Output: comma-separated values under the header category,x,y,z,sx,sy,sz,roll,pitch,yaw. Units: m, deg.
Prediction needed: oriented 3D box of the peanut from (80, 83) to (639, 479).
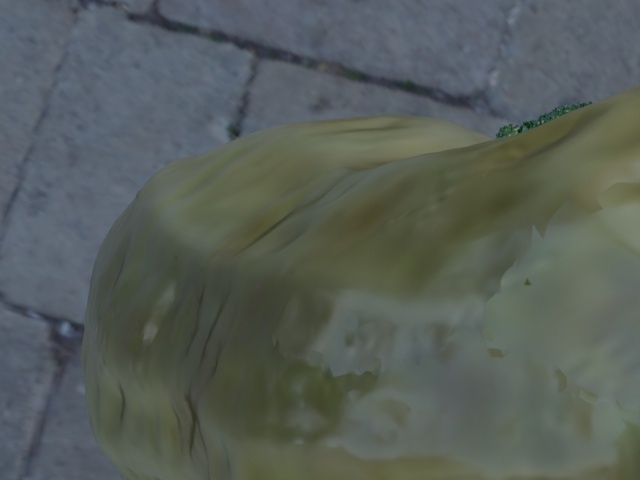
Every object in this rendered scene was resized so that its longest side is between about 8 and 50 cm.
category,x,y,z,sx,sy,sz,roll,pitch,yaw
peanut,0.030,0.028,0.433,0.147,0.305,0.147,0,90,-22

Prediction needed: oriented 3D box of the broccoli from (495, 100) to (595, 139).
category,x,y,z,sx,sy,sz,roll,pitch,yaw
broccoli,0.217,-0.028,1.361,0.195,0.156,0.195,1,82,-9
